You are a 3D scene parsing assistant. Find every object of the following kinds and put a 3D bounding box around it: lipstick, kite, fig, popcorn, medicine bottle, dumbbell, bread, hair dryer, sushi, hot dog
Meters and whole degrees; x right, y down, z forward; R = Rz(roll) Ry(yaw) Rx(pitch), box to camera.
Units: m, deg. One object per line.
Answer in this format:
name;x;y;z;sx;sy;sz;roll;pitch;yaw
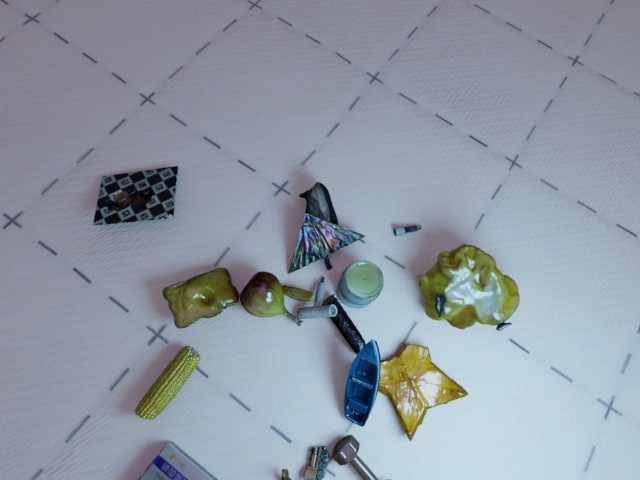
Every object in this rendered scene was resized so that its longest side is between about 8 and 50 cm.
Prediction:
lipstick;0.341;-0.042;1.578;0.116;0.037;0.037;-10;70;-12
kite;0.000;0.000;1.490;0.321;0.016;0.234;-26;105;-5
fig;-0.173;0.218;1.385;0.230;0.160;0.143;56;31;12
popcorn;0.492;0.169;1.413;0.316;0.281;0.297;41;110;-17
medicine bottle;0.138;0.155;1.430;0.147;0.143;0.147;3;67;-8
dumbbell;0.136;0.712;1.254;0.092;0.082;0.231;-40;77;-18
bread;-0.406;0.198;1.409;0.233;0.088;0.160;-21;77;-14
hair dryer;0.009;0.190;1.429;0.044;0.155;0.183;47;49;-32
sushi;-0.682;-0.155;1.540;0.290;0.050;0.264;-8;56;-5
hot dog;-0.084;0.189;1.441;0.137;0.028;0.044;8;71;26

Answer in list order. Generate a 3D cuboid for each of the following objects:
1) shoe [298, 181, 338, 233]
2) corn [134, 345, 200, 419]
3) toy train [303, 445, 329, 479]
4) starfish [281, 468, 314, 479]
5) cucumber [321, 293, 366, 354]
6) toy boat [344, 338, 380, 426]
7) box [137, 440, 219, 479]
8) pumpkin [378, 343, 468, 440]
shoe;-0.007;-0.104;1.551;0.112;0.099;0.227;-14;90;23
corn;-0.482;0.455;1.307;0.081;0.081;0.248;33;69;8
toy train;-0.010;0.694;1.273;0.064;0.044;0.103;10;69;11
starfish;-0.056;0.773;1.215;0.190;0.074;0.146;29;81;9
cucumber;0.090;0.298;1.415;0.067;0.067;0.245;-32;73;-15
toy boat;0.140;0.438;1.284;0.096;0.062;0.299;18;108;28
box;-0.381;0.785;1.197;0.343;0.065;0.200;34;71;9
pumpkin;0.292;0.466;1.351;0.258;0.095;0.290;-36;73;-10
